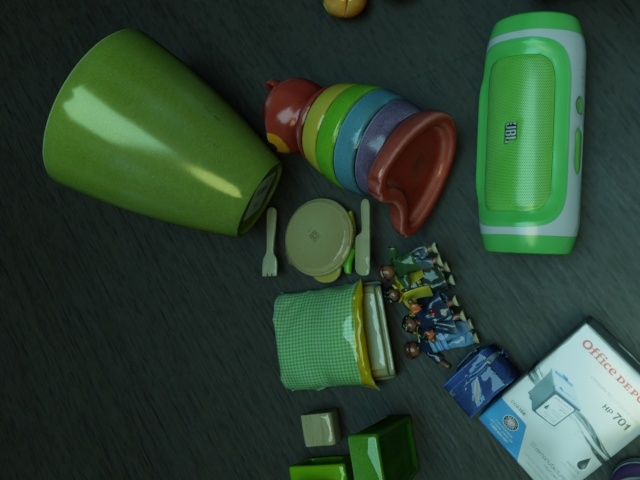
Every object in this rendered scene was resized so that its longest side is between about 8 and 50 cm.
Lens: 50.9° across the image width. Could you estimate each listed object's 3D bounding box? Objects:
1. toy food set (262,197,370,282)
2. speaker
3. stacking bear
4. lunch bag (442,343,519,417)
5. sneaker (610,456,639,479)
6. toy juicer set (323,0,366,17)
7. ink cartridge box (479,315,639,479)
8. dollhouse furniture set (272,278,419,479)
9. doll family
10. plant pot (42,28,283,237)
[{"bbox_3d":[0.000,0.000,1.049,0.192,0.038,0.132,-2,81,31],"label":"toy food set"},{"bbox_3d":[0.272,-0.131,0.868,0.131,0.131,0.296,2,90,25],"label":"speaker"},{"bbox_3d":[0.033,-0.152,0.970,0.289,0.175,0.164,28,79,32],"label":"stacking bear"},{"bbox_3d":[0.219,0.185,0.920,0.065,0.067,0.098,47,107,18],"label":"lunch bag"},{"bbox_3d":[0.470,0.342,0.750,0.282,0.161,0.102,10,92,24],"label":"sneaker"},{"bbox_3d":[0.082,-0.461,0.949,0.329,0.089,0.209,-39,76,33],"label":"toy juicer set"},{"bbox_3d":[0.324,0.213,0.864,0.139,0.082,0.190,47,109,18],"label":"ink cartridge box"},{"bbox_3d":[0.007,0.215,0.974,0.198,0.151,0.301,-12,84,25],"label":"dollhouse furniture set"},{"bbox_3d":[0.145,0.095,0.955,0.111,0.076,0.193,-23,83,18],"label":"doll family"},{"bbox_3d":[-0.218,-0.135,1.045,0.293,0.275,0.275,30,102,7],"label":"plant pot"}]
